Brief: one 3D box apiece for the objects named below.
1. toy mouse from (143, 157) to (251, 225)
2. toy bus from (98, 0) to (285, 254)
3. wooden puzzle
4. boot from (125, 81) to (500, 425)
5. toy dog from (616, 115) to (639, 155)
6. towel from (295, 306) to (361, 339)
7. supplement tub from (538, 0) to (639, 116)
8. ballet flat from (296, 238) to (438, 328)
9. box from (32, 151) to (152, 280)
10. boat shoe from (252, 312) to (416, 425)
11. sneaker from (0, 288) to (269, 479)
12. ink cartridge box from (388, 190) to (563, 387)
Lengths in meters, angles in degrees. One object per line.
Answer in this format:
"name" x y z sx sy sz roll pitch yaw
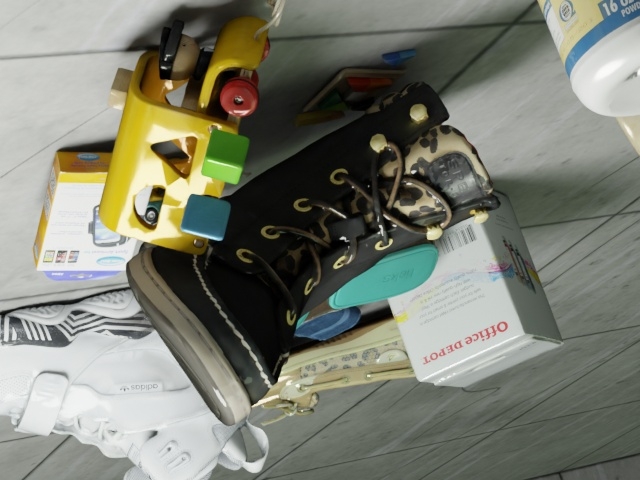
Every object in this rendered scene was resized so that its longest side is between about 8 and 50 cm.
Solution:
"toy mouse" -0.161 -0.031 1.687 0.161 0.031 0.143 -9 160 -30
"toy bus" -0.102 -0.094 1.419 0.104 0.202 0.191 15 165 -5
"wooden puzzle" 0.029 -0.124 1.633 0.078 0.014 0.116 -10 160 -29
"boot" 0.000 0.000 1.549 0.284 0.138 0.377 -31 -171 1
"toy dog" 0.405 -0.043 1.800 0.220 0.333 0.161 -49 -169 22
"towel" 0.000 0.090 2.239 0.067 0.029 0.119 -26 162 19
"supplement tub" 0.202 -0.197 1.271 0.144 0.200 0.144 -18 163 -6
"ballet flat" -0.025 0.028 1.870 0.316 0.106 0.107 -12 136 -44
"box" -0.189 -0.018 1.613 0.081 0.028 0.136 1 140 -21
"boat shoe" 0.011 0.162 2.332 0.285 0.089 0.104 -20 -178 0
"sneaker" -0.229 0.172 1.937 0.366 0.210 0.137 -13 162 -20
"ink cartridge box" 0.149 0.049 2.018 0.128 0.176 0.127 -25 162 21
